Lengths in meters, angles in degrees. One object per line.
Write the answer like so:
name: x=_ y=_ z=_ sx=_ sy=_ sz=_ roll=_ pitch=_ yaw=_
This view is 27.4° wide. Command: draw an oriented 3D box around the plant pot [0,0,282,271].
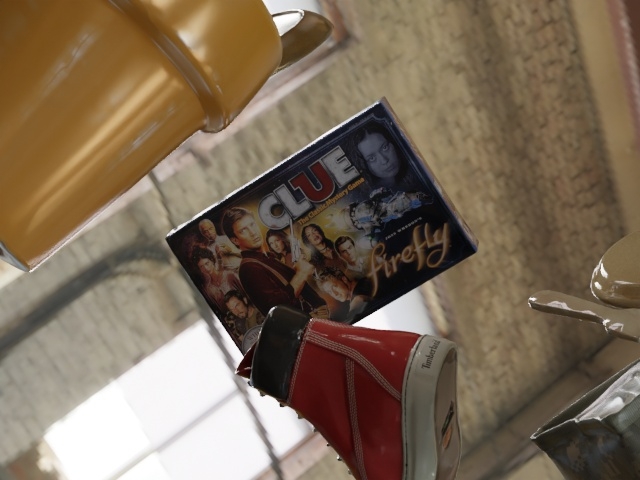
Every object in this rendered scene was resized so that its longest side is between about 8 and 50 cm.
plant pot: x=-0.158 y=-0.094 z=0.737 sx=0.205 sy=0.188 sz=0.205 roll=35 pitch=-12 yaw=9

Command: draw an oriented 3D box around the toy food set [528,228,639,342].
toy food set: x=0.237 y=0.021 z=0.833 sx=0.132 sy=0.192 sz=0.038 roll=15 pitch=-50 yaw=61

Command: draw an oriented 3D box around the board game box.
board game box: x=0.000 y=0.000 z=1.220 sx=0.165 sy=0.243 sz=0.042 roll=56 pitch=14 yaw=-7

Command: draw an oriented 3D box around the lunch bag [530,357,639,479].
lunch bag: x=0.338 y=0.143 z=0.891 sx=0.235 sy=0.287 sz=0.169 roll=56 pitch=-19 yaw=5

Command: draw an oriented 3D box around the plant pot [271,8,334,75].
plant pot: x=-0.098 y=-0.220 z=1.554 sx=0.236 sy=0.236 sz=0.032 roll=14 pitch=-47 yaw=61

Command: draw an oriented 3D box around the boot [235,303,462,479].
boot: x=0.020 y=0.154 z=1.070 sx=0.176 sy=0.088 sz=0.244 roll=12 pitch=-47 yaw=19
